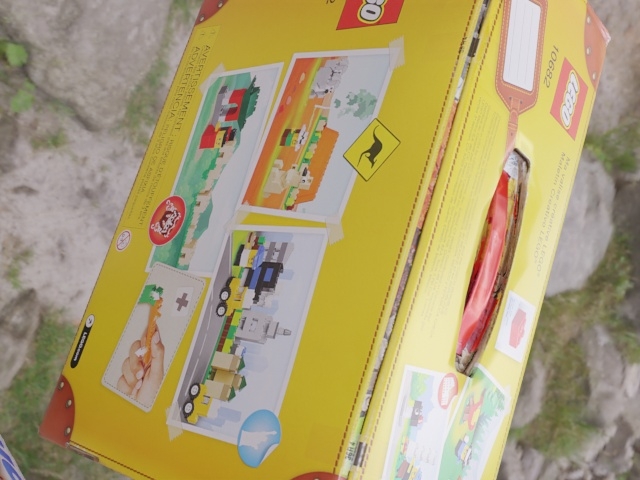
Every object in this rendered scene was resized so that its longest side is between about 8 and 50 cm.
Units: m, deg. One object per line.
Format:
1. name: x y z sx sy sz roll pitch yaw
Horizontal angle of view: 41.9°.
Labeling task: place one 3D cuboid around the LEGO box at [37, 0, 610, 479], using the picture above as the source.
1. LEGO box: 0.000 0.000 0.758 0.193 0.372 0.501 30 73 -44

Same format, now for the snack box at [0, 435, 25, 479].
1. snack box: -0.161 0.065 0.344 0.022 0.178 0.064 -39 141 -14
